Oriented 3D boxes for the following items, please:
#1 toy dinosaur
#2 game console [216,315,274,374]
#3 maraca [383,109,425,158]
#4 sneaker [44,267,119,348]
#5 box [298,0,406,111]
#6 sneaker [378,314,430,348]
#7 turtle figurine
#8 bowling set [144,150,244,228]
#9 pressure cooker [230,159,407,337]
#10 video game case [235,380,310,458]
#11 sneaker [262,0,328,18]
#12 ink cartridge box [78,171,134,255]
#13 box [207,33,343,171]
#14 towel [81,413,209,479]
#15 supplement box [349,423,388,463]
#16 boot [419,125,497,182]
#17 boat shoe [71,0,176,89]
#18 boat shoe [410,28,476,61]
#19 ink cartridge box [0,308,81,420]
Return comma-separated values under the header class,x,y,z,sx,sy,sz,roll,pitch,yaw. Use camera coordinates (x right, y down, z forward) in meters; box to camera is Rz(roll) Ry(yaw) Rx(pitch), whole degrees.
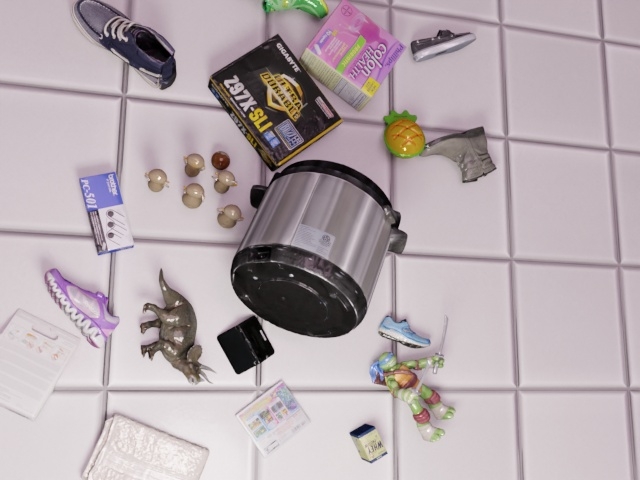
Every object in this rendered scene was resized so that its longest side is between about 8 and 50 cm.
class,x,y,z,sx,sy,sz,roll,pitch,yaw
toy dinosaur,-0.385,0.232,1.803,0.160,0.121,0.314,-3,76,-29
game console,-0.203,0.286,1.882,0.107,0.071,0.122,-28,89,-49
maraca,0.252,-0.325,2.086,0.127,0.099,0.186,-1,58,-9
sneaker,-0.603,0.159,1.754,0.104,0.095,0.236,-41,98,-25
box,0.094,-0.557,2.069,0.243,0.117,0.214,37,72,-7
sneaker,0.250,0.264,1.990,0.162,0.063,0.073,23,71,-11
turtle figurine,0.296,0.404,1.889,0.274,0.198,0.266,-30,104,11
bowling set,-0.314,-0.177,1.861,0.287,0.154,0.200,24,74,-11
pressure cooker,0.002,-0.003,1.789,0.370,0.375,0.420,43,51,-30
video game case,-0.128,0.484,1.863,0.157,0.019,0.143,-35,90,-18
sneaker,-0.117,-0.733,2.063,0.295,0.109,0.124,22,98,-13
ink cartridge box,-0.569,-0.071,1.825,0.097,0.046,0.207,-13,83,-19
box,-0.131,-0.400,1.998,0.257,0.079,0.322,-37,91,-17
towel,-0.440,0.571,1.741,0.282,0.049,0.187,24,75,-11
supplement box,0.131,0.557,1.889,0.056,0.083,0.083,-26,89,-18
boot,0.431,-0.252,2.133,0.246,0.083,0.161,-16,90,-17
boat shoe,-0.530,-0.567,1.870,0.340,0.158,0.127,36,72,-7
boat shoe,0.389,-0.637,2.196,0.228,0.080,0.076,-21,88,-11
ink cartridge box,-0.737,0.309,1.715,0.181,0.056,0.225,29,55,-9
